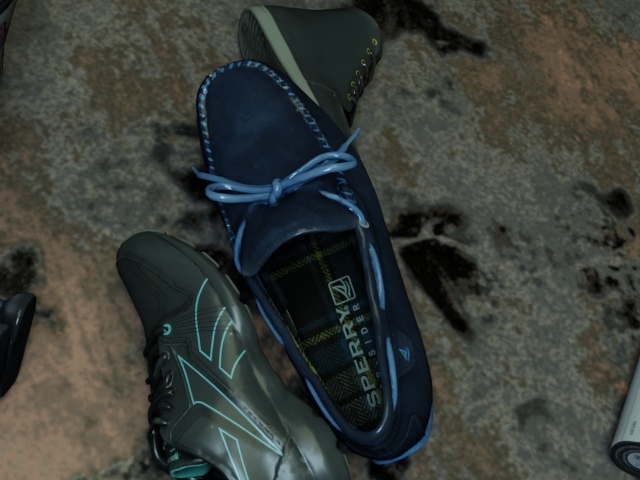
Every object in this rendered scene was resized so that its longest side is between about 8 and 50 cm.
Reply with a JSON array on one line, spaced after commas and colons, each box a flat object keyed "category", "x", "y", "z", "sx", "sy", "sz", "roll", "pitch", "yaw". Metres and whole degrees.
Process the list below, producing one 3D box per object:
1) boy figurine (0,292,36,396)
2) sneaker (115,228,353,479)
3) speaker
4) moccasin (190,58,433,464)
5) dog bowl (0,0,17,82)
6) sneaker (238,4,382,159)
[{"category": "boy figurine", "x": -0.352, "y": 0.038, "z": 0.849, "sx": 0.285, "sy": 0.092, "sz": 0.177, "roll": 18, "pitch": 21, "yaw": -2}, {"category": "sneaker", "x": -0.086, "y": 0.106, "z": 0.893, "sx": 0.106, "sy": 0.101, "sz": 0.267, "roll": -28, "pitch": 69, "yaw": -25}, {"category": "speaker", "x": 0.283, "y": 0.128, "z": 1.014, "sx": 0.055, "sy": 0.055, "sz": 0.136, "roll": 28, "pitch": 55, "yaw": 2}, {"category": "moccasin", "x": 0.000, "y": 0.000, "z": 0.929, "sx": 0.138, "sy": 0.117, "sz": 0.342, "roll": -31, "pitch": 75, "yaw": 6}, {"category": "dog bowl", "x": -0.414, "y": -0.151, "z": 0.865, "sx": 0.408, "sy": 0.150, "sz": 0.408, "roll": 6, "pitch": 39, "yaw": -5}, {"category": "sneaker", "x": 0.019, "y": -0.129, "z": 1.080, "sx": 0.118, "sy": 0.083, "sz": 0.222, "roll": -12, "pitch": 62, "yaw": -23}]
